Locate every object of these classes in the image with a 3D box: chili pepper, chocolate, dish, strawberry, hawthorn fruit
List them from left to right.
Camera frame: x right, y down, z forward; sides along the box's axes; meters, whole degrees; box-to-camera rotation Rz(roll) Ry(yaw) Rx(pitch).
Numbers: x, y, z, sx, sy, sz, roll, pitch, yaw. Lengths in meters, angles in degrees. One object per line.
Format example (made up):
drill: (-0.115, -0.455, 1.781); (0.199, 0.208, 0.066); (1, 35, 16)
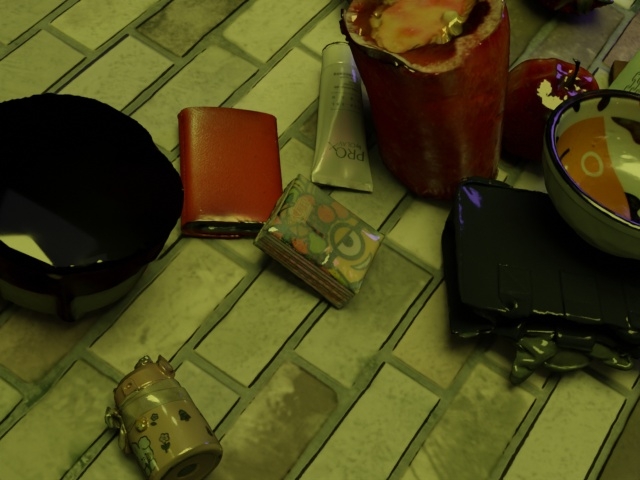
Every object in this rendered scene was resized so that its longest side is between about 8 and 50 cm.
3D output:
chocolate: (-0.313, -0.022, 1.319); (0.284, 0.186, 0.283); (12, 45, -12)
chili pepper: (0.143, -0.210, 1.519); (0.229, 0.305, 0.251); (-30, 53, -21)
hawthorn fruit: (0.336, -0.203, 1.596); (0.157, 0.194, 0.156); (5, 65, -11)
strawberry: (0.400, -0.445, 1.867); (0.167, 0.087, 0.208); (19, 24, -24)
dish: (0.411, -0.067, 1.434); (0.303, 0.120, 0.303); (8, 47, -9)

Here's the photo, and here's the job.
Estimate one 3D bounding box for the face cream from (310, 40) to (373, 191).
face cream: (0.029, -0.180, 1.597); (0.092, 0.058, 0.243); (7, 60, -14)

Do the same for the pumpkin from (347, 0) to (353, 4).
pumpkin: (0.129, -0.416, 1.735); (0.219, 0.162, 0.218); (6, 76, -24)

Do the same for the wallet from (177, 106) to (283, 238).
wallet: (-0.123, -0.094, 1.502); (0.142, 0.045, 0.204); (1, 54, -12)

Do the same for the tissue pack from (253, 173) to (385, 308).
tissue pack: (0.000, 0.000, 1.426); (0.148, 0.060, 0.108); (37, 50, -12)

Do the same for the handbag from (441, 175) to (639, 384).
handbag: (0.323, 0.063, 1.449); (0.326, 0.118, 0.269); (9, 46, -5)

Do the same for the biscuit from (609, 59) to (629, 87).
biscuit: (0.567, -0.185, 1.727); (0.278, 0.043, 0.301); (-32, 67, -30)

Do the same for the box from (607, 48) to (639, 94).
box: (0.542, -0.224, 1.661); (0.211, 0.045, 0.270); (31, 76, 34)

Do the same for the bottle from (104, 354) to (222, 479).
bottle: (-0.185, 0.205, 1.246); (0.099, 0.099, 0.152); (-22, 59, -26)
